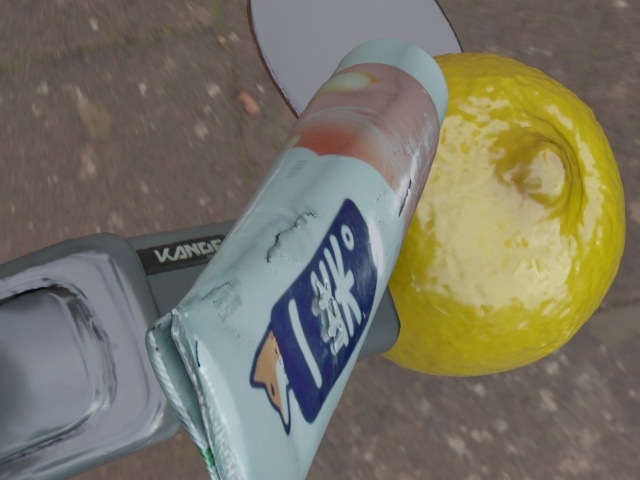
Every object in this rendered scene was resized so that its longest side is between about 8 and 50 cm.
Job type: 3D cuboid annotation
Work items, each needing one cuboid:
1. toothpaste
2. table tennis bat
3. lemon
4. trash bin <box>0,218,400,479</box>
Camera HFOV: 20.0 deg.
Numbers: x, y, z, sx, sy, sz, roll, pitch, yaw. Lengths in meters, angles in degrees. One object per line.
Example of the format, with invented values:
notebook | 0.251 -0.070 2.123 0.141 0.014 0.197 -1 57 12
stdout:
toothpaste | 0.000 0.000 0.419 0.036 0.205 0.056 -15 109 18
table tennis bat | 0.051 -0.098 1.273 0.154 0.021 0.274 -28 84 -30
lemon | 0.080 -0.014 1.044 0.187 0.244 0.186 6 72 -19
trash bin | -0.093 0.056 0.884 0.177 0.236 0.101 -28 80 40
